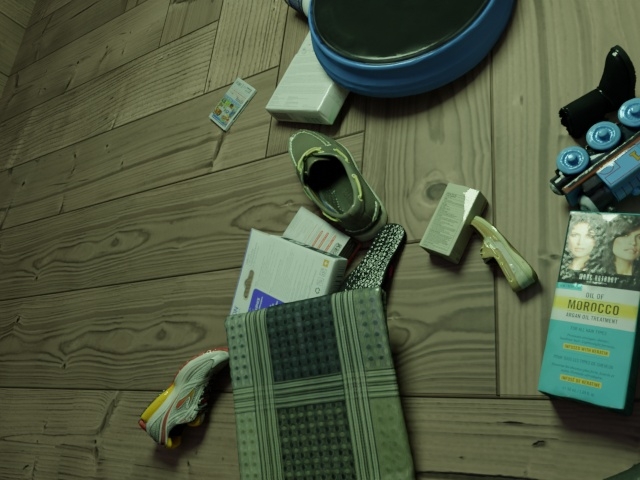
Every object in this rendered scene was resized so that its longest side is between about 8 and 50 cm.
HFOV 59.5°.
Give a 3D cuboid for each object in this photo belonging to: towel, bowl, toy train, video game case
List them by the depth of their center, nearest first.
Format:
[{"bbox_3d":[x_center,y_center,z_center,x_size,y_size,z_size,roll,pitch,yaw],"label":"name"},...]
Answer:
[{"bbox_3d":[0.407,-0.109,0.757,0.184,0.080,0.105,-39,57,15],"label":"toy train"},{"bbox_3d":[-0.010,0.254,0.880,0.312,0.056,0.324,-15,74,28],"label":"towel"},{"bbox_3d":[0.157,-0.451,1.047,0.391,0.077,0.391,-9,65,19],"label":"bowl"},{"bbox_3d":[-0.214,-0.331,1.358,0.122,0.011,0.087,-51,50,5],"label":"video game case"}]

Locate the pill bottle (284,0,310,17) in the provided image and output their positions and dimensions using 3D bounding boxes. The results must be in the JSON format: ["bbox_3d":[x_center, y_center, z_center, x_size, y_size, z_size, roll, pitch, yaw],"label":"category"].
[{"bbox_3d":[-0.012,-0.546,1.255,0.094,0.094,0.169,-48,48,8],"label":"pill bottle"}]

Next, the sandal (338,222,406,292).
[{"bbox_3d":[0.093,0.052,0.941,0.067,0.040,0.179,21,68,35],"label":"sandal"}]

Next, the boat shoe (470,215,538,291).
[{"bbox_3d":[0.258,0.018,0.822,0.045,0.050,0.135,-40,51,8],"label":"boat shoe"}]

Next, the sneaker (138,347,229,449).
[{"bbox_3d":[-0.233,0.291,1.044,0.092,0.088,0.225,42,96,20],"label":"sneaker"}]

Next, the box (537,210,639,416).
[{"bbox_3d":[0.355,0.086,0.712,0.100,0.060,0.244,5,72,37],"label":"box"}]

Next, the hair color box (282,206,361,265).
[{"bbox_3d":[0.000,0.000,1.024,0.141,0.043,0.072,35,92,42],"label":"hair color box"}]

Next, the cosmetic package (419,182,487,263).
[{"bbox_3d":[0.210,-0.028,0.885,0.060,0.041,0.115,24,84,41],"label":"cosmetic package"}]

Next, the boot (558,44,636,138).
[{"bbox_3d":[0.387,-0.204,0.791,0.099,0.121,0.045,-29,52,14],"label":"boot"}]

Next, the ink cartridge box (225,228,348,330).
[{"bbox_3d":[-0.066,0.101,0.993,0.208,0.045,0.206,20,97,38],"label":"ink cartridge box"}]

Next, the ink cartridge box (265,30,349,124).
[{"bbox_3d":[0.001,-0.353,1.177,0.181,0.056,0.225,17,74,47],"label":"ink cartridge box"}]

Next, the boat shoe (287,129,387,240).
[{"bbox_3d":[0.013,-0.125,1.041,0.109,0.091,0.305,-44,50,11],"label":"boat shoe"}]

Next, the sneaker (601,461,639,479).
[{"bbox_3d":[0.419,0.196,0.601,0.281,0.106,0.163,-20,52,16],"label":"sneaker"}]
